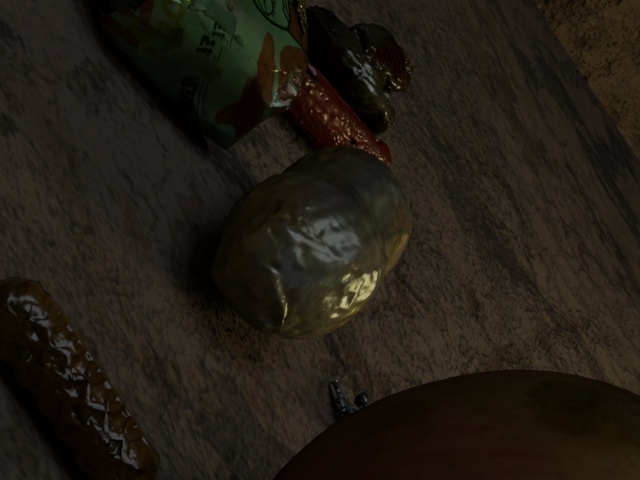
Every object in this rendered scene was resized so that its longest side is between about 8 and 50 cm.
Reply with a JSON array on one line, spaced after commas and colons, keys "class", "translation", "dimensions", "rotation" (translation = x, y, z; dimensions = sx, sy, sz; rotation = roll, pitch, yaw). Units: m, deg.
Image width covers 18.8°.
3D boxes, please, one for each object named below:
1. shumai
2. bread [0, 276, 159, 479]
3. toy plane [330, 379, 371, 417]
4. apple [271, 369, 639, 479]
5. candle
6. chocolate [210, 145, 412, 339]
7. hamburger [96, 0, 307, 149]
[{"class": "shumai", "translation": [0.031, -0.181, 1.908], "dimensions": [0.139, 0.105, 0.123], "rotation": [31, -18, 7]}, {"class": "bread", "translation": [-0.150, 0.089, 1.162], "dimensions": [0.157, 0.044, 0.052], "rotation": [57, 22, -12]}, {"class": "toy plane", "translation": [0.033, 0.146, 1.585], "dimensions": [0.078, 0.031, 0.083], "rotation": [47, 15, 6]}, {"class": "apple", "translation": [0.121, 0.253, 1.199], "dimensions": [0.364, 0.364, 0.364], "rotation": [51, 21, -28]}, {"class": "candle", "translation": [0.001, -0.123, 1.845], "dimensions": [0.301, 0.059, 0.084], "rotation": [48, 32, -35]}, {"class": "chocolate", "translation": [0.000, 0.000, 1.553], "dimensions": [0.134, 0.134, 0.309], "rotation": [61, 18, -1]}, {"class": "hamburger", "translation": [-0.097, -0.217, 1.610], "dimensions": [0.235, 0.125, 0.214], "rotation": [-77, 147, -43]}]
